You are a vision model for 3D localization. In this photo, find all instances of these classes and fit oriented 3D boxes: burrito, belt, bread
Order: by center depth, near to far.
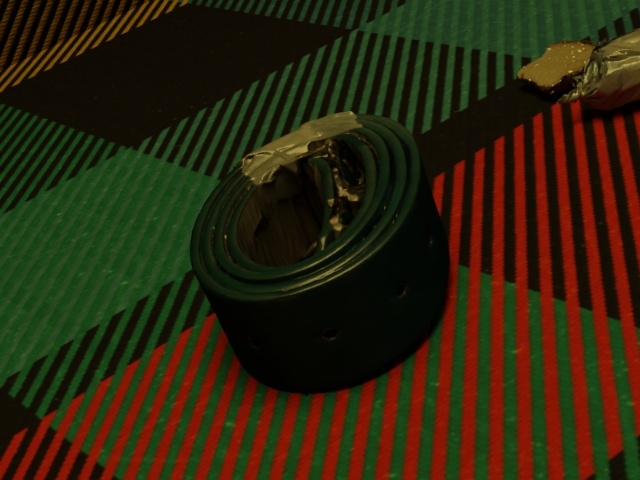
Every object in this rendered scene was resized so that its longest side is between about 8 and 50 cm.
[{"bbox_3d":[0.000,0.000,1.641,0.300,0.173,0.436,-14,26,12],"label":"belt"},{"bbox_3d":[0.553,-0.287,1.950,0.445,0.101,0.139,-18,31,-1],"label":"burrito"},{"bbox_3d":[0.385,-0.270,2.086,0.126,0.044,0.129,-32,32,-13],"label":"bread"}]
